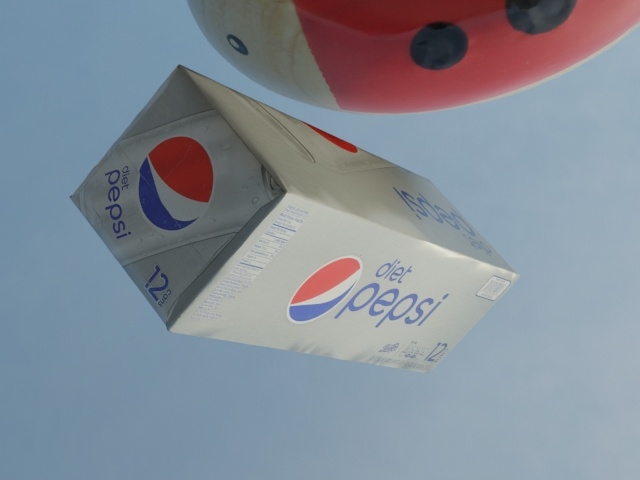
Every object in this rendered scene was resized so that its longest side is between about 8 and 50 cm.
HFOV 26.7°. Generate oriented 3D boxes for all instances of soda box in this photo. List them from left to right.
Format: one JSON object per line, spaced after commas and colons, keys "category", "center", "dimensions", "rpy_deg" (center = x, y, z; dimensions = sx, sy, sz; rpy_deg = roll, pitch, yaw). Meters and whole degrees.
{"category": "soda box", "center": [0.000, 0.000, 0.747], "dimensions": [0.098, 0.091, 0.286], "rpy_deg": [50, -164, 28]}

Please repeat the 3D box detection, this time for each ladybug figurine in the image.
{"category": "ladybug figurine", "center": [0.102, -0.250, 1.027], "dimensions": [0.449, 0.305, 0.162], "rpy_deg": [-18, -168, 8]}
